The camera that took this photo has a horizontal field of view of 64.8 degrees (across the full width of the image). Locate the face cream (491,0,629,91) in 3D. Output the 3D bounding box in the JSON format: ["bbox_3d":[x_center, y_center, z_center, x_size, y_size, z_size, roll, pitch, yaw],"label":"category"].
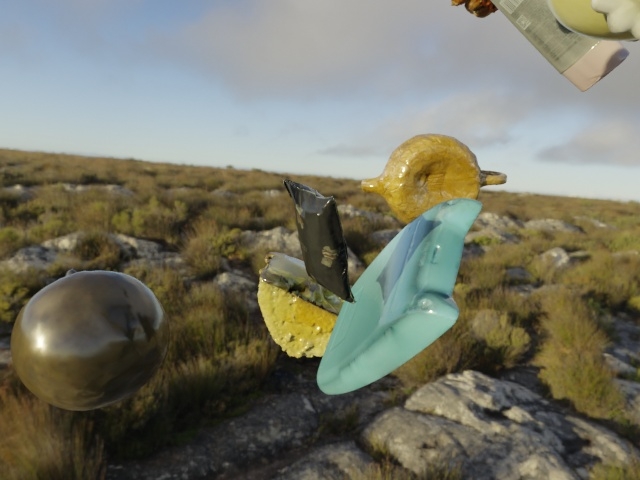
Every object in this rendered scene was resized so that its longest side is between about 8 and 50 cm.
[{"bbox_3d":[0.429,-0.397,0.929,0.073,0.269,0.107,-45,-1,-29],"label":"face cream"}]

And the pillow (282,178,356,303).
[{"bbox_3d":[0.001,0.000,0.609,0.048,0.150,0.090,-20,32,-13],"label":"pillow"}]

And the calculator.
[{"bbox_3d":[0.092,0.098,0.761,0.054,0.256,0.386,29,-36,-6],"label":"calculator"}]

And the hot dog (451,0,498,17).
[{"bbox_3d":[0.380,-0.605,0.977,0.158,0.349,0.117,20,33,-28],"label":"hot dog"}]

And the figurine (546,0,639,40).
[{"bbox_3d":[0.306,-0.208,0.300,0.394,0.275,0.227,-5,27,-3],"label":"figurine"}]

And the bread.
[{"bbox_3d":[-0.026,0.137,1.077,0.262,0.163,0.204,32,21,-7],"label":"bread"}]

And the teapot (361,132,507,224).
[{"bbox_3d":[0.245,-0.132,1.101,0.311,0.204,0.167,-6,15,-3],"label":"teapot"}]

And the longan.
[{"bbox_3d":[-0.446,0.188,0.994,0.297,0.297,0.297,5,7,-1],"label":"longan"}]
